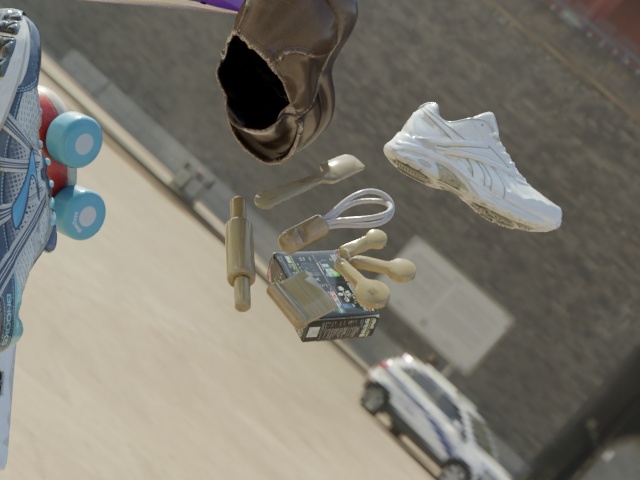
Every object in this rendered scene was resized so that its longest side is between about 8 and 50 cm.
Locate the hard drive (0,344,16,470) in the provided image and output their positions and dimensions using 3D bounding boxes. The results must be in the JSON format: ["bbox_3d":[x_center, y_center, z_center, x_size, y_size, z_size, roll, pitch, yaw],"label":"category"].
[{"bbox_3d":[-0.510,0.204,1.494,0.040,0.308,0.203,50,31,-54],"label":"hard drive"}]

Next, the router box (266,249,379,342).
[{"bbox_3d":[0.001,0.063,1.449,0.092,0.038,0.122,-3,40,-26],"label":"router box"}]

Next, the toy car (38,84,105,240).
[{"bbox_3d":[-0.448,-0.089,1.659,0.219,0.210,0.238,23,32,36],"label":"toy car"}]

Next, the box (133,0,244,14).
[{"bbox_3d":[-0.240,-0.297,1.363,0.293,0.057,0.201,12,7,33],"label":"box"}]

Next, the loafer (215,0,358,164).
[{"bbox_3d":[-0.064,-0.173,1.313,0.134,0.130,0.366,41,-20,10],"label":"loafer"}]

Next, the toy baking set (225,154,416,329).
[{"bbox_3d":[-0.007,0.001,1.317,0.256,0.197,0.030,-103,-165,-46],"label":"toy baking set"}]

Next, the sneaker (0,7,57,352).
[{"bbox_3d":[-0.267,-0.043,0.989,0.110,0.283,0.122,4,-12,35],"label":"sneaker"}]

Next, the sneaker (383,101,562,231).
[{"bbox_3d":[0.199,-0.095,1.495,0.232,0.115,0.090,30,-5,7],"label":"sneaker"}]
